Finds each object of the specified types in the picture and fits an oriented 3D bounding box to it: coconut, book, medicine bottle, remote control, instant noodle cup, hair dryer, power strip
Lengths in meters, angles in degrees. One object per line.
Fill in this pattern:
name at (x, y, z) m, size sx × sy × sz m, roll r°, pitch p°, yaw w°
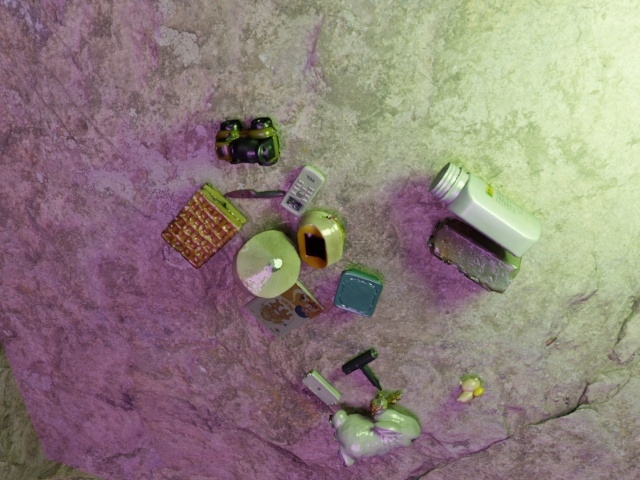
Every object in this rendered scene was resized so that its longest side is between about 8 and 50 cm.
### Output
coconut at (-0.193, 0.091, 1.708) m, size 0.239 × 0.239 × 0.244 m, roll 43°, pitch 158°, yaw -9°
book at (-0.149, 0.273, 1.945) m, size 0.208 × 0.020 × 0.295 m, roll 45°, pitch 124°, yaw -12°
medicine bottle at (0.477, -0.097, 1.407) m, size 0.324 × 0.179 × 0.124 m, roll 35°, pitch 124°, yaw -4°
remote control at (-0.061, -0.169, 1.640) m, size 0.087 × 0.029 × 0.190 m, roll 35°, pitch 124°, yaw -4°
instant noodle cup at (0.140, 0.184, 1.761) m, size 0.156 × 0.070 × 0.179 m, roll 19°, pitch 124°, yaw 6°
hair dryer at (0.212, 0.542, 1.971) m, size 0.194 × 0.050 × 0.173 m, roll 42°, pitch 125°, yaw -13°
power strip at (0.002, 0.649, 2.110) m, size 0.192 × 0.035 × 0.081 m, roll 45°, pitch 124°, yaw -10°

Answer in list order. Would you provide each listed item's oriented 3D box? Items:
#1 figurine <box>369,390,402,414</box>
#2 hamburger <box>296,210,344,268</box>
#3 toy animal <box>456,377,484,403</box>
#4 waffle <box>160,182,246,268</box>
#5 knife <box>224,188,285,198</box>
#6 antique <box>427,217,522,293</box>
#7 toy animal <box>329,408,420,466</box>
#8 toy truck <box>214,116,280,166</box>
figurine at (0.270, 0.669, 1.999) m, size 0.068 × 0.143 × 0.101 m, roll 61°, pitch 161°, yaw -13°
hamburger at (0.000, 0.000, 1.677) m, size 0.172 × 0.116 × 0.211 m, roll 8°, pitch 127°, yaw 24°
toy animal at (0.570, 0.571, 1.850) m, size 0.114 × 0.091 × 0.082 m, roll -38°, pitch 75°, yaw 20°
waffle at (-0.448, -0.049, 1.811) m, size 0.213 × 0.091 × 0.308 m, roll 45°, pitch 122°, yaw -10°
knife at (-0.240, -0.165, 1.711) m, size 0.247 × 0.018 × 0.036 m, roll 1°, pitch 123°, yaw 20°
antique at (0.483, 0.038, 1.528) m, size 0.284 × 0.150 × 0.125 m, roll 30°, pitch 121°, yaw 10°
toy animal at (0.239, 0.819, 2.052) m, size 0.356 × 0.194 × 0.258 m, roll -23°, pitch 108°, yaw 17°
toy truck at (-0.245, -0.302, 1.541) m, size 0.224 × 0.165 × 0.148 m, roll 4°, pitch 122°, yaw 17°
